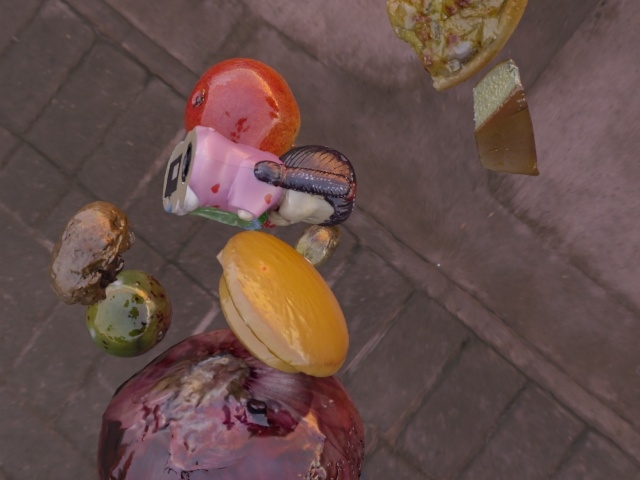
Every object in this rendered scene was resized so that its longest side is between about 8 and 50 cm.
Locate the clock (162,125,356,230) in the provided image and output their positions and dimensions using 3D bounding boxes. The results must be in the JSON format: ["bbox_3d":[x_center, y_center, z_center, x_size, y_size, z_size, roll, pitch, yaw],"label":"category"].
[{"bbox_3d":[-0.069,-0.062,1.078,0.195,0.194,0.100,9,83,-17],"label":"clock"}]

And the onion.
[{"bbox_3d":[-0.083,0.200,0.873,0.252,0.252,0.219,6,120,7],"label":"onion"}]

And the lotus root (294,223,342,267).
[{"bbox_3d":[0.000,0.000,1.350,0.054,0.099,0.049,34,136,9],"label":"lotus root"}]

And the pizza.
[{"bbox_3d":[0.209,-0.382,1.561,0.223,0.323,0.089,36,53,1],"label":"pizza"}]

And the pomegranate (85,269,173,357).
[{"bbox_3d":[-0.258,0.092,1.276,0.130,0.130,0.130,0,89,7],"label":"pomegranate"}]

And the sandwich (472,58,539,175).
[{"bbox_3d":[0.295,-0.188,1.547,0.096,0.258,0.094,-10,56,11],"label":"sandwich"}]

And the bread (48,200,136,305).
[{"bbox_3d":[-0.236,0.016,0.983,0.060,0.082,0.113,25,91,9],"label":"bread"}]

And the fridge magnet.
[{"bbox_3d":[-0.032,0.055,0.799,0.063,0.143,0.143,-37,84,22],"label":"fridge magnet"}]

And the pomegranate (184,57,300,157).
[{"bbox_3d":[-0.135,-0.228,1.820,0.220,0.256,0.221,-5,80,35],"label":"pomegranate"}]
